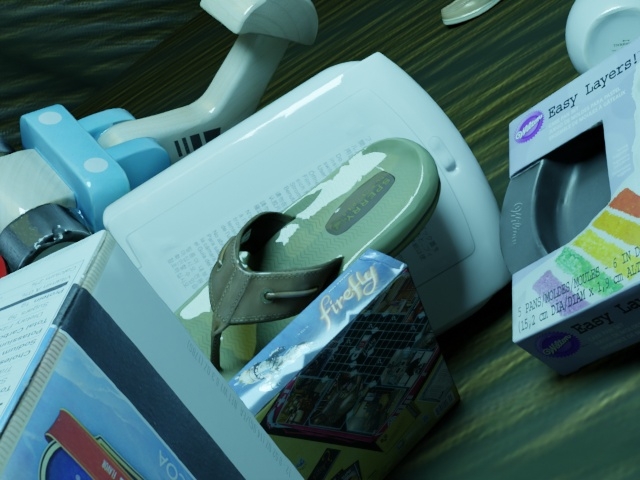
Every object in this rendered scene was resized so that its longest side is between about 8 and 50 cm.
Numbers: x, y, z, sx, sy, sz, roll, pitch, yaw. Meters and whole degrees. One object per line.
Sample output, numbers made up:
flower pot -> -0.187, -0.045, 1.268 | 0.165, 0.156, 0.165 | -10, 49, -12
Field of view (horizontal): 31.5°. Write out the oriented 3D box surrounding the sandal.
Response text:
sandal -> -0.033, 0.018, 0.870 | 0.120, 0.086, 0.302 | 31, 72, 35

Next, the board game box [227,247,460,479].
board game box -> -0.008, 0.143, 0.842 | 0.243, 0.165, 0.042 | -42, 44, -20

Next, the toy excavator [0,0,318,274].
toy excavator -> -0.219, -0.091, 1.378 | 0.445, 0.432, 0.222 | -24, 49, -31

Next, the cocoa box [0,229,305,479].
cocoa box -> -0.136, 0.219, 0.632 | 0.232, 0.347, 0.228 | -25, 25, 20

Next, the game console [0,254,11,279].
game console -> -0.446, 0.174, 1.279 | 0.387, 0.060, 0.341 | 3, 87, 57

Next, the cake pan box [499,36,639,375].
cake pan box -> 0.255, -0.051, 0.864 | 0.267, 0.070, 0.245 | -33, 35, 39

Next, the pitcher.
pitcher -> 0.350, -0.230, 1.183 | 0.178, 0.125, 0.207 | -7, 21, 21

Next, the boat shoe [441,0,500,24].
boat shoe -> 0.246, -0.378, 1.664 | 0.170, 0.059, 0.063 | -29, 23, 11

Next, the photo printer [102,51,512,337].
photo printer -> 0.000, 0.000, 1.011 | 0.308, 0.256, 0.107 | -32, 3, 6
